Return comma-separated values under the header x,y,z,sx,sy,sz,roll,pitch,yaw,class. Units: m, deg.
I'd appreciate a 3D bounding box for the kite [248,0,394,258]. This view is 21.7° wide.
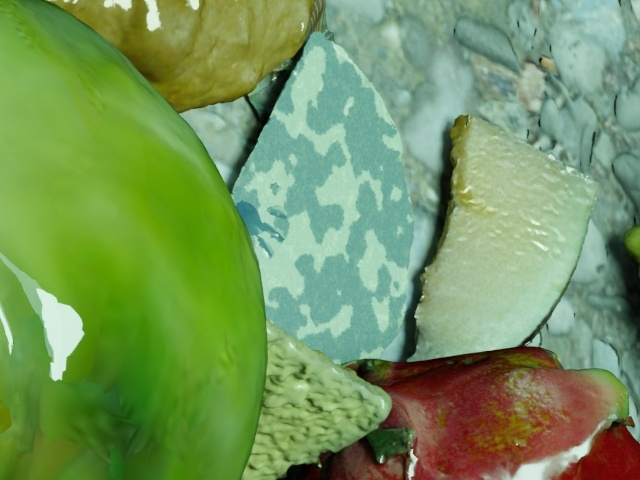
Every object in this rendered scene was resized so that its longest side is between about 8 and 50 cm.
x,y,z,sx,sy,sz,roll,pitch,yaw,class
-0.016,-0.104,0.973,0.127,0.016,0.229,-30,98,-39,kite

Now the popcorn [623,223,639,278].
x,y,z,sx,sy,sz,roll,pitch,yaw,class
0.345,0.038,1.100,0.293,0.237,0.292,22,58,-39,popcorn

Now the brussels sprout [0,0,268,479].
x,y,z,sx,sy,sz,roll,pitch,yaw,class
-0.173,0.055,0.595,0.344,0.268,0.344,-25,128,-37,brussels sprout

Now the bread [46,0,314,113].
x,y,z,sx,sy,sz,roll,pitch,yaw,class
-0.117,-0.128,0.816,0.229,0.143,0.139,25,73,-31,bread

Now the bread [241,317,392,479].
x,y,z,sx,sy,sz,roll,pitch,yaw,class
-0.059,0.068,0.802,0.147,0.152,0.127,34,69,-30,bread

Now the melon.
x,y,z,sx,sy,sz,roll,pitch,yaw,class
0.106,0.019,1.023,0.098,0.054,0.182,29,60,-26,melon

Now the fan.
x,y,z,sx,sy,sz,roll,pitch,yaw,class
0.000,0.000,0.947,0.131,0.009,0.240,18,72,-31,fan

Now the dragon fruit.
x,y,z,sx,sy,sz,roll,pitch,yaw,class
0.089,0.162,0.904,0.200,0.198,0.269,-41,140,-6,dragon fruit
